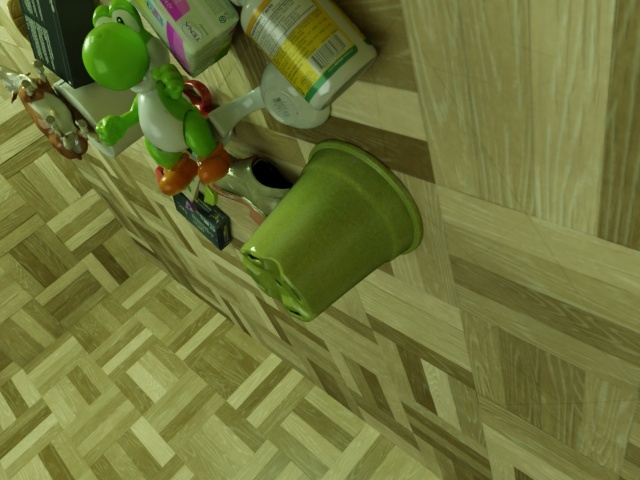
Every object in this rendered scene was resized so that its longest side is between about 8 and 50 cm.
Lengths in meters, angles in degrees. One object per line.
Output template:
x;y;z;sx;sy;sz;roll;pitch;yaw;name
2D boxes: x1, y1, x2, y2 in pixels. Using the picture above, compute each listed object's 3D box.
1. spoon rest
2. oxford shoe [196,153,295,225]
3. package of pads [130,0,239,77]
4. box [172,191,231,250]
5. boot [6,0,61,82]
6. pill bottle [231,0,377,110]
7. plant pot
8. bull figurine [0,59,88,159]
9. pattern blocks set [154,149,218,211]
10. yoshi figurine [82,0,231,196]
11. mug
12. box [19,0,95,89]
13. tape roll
-0.091;-0.252;0.972;0.276;0.084;0.137;-1;132;44;spoon rest
-0.162;-0.153;1.245;0.348;0.123;0.130;35;130;28;oxford shoe
-0.241;-0.390;0.842;0.229;0.101;0.296;52;175;-15;package of pads
-0.402;-0.089;1.810;0.232;0.059;0.183;42;158;12;box
-0.883;-0.622;1.697;0.262;0.095;0.203;51;159;-24;boot
-0.032;-0.288;0.719;0.208;0.117;0.117;47;158;-5;pill bottle
0.000;0.000;0.987;0.276;0.254;0.276;38;157;20;plant pot
-0.725;-0.354;1.413;0.310;0.101;0.188;51;156;-9;bull figurine
-0.412;-0.208;1.590;0.285;0.026;0.325;37;146;16;pattern blocks set
-0.321;-0.253;0.996;0.203;0.203;0.362;24;144;58;yoshi figurine
-0.288;-0.295;1.221;0.169;0.150;0.113;39;-158;26;mug
-0.636;-0.537;1.310;0.184;0.103;0.261;39;142;23;box
-0.602;-0.378;1.515;0.246;0.169;0.246;38;158;18;tape roll
